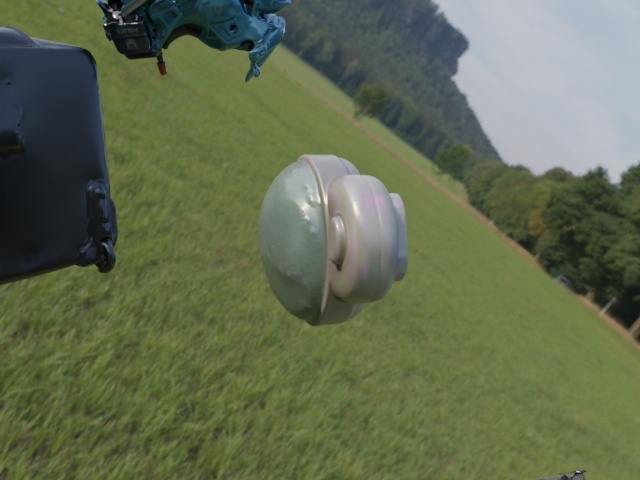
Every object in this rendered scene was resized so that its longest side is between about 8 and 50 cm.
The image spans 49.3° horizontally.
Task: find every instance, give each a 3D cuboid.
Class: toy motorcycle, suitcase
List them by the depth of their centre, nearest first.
[{"bbox_3d":[-0.433,-0.094,0.843,0.188,0.339,0.345,11,18,37],"label":"suitcase"},{"bbox_3d":[-0.166,-0.306,0.977,0.123,0.272,0.182,-86,170,-50],"label":"toy motorcycle"}]

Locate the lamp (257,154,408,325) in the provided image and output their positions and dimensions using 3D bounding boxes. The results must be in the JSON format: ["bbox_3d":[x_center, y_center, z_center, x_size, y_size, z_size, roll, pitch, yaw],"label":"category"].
[{"bbox_3d":[-0.002,0.000,0.707,0.108,0.179,0.246,-7,3,-21],"label":"lamp"}]

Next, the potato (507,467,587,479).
[{"bbox_3d":[0.221,0.293,0.725,0.172,0.101,0.089,18,58,-55],"label":"potato"}]
